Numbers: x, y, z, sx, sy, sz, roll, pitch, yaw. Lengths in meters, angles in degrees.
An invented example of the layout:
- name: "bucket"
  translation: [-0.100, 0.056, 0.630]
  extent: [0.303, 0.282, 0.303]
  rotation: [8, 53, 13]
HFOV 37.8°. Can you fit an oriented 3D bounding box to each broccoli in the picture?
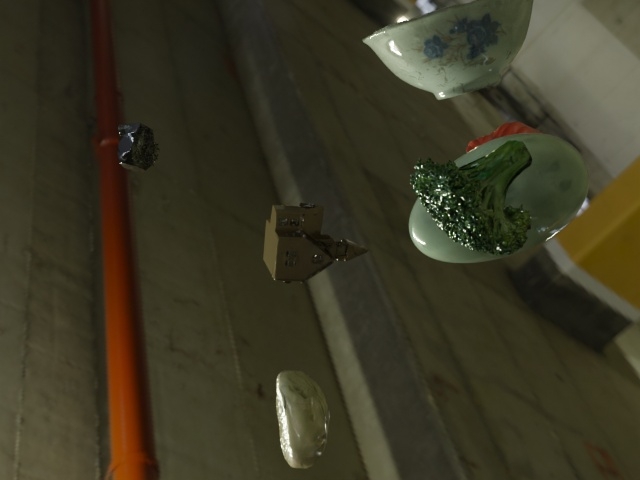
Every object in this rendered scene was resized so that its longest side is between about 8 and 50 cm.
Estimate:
- name: "broccoli"
  translation: [0.262, -0.081, 1.495]
  extent: [0.219, 0.194, 0.194]
  rotation: [47, -161, -3]

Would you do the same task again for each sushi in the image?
- name: "sushi"
  translation: [-0.364, -0.183, 1.880]
  extent: [0.085, 0.056, 0.083]
  rotation: [27, -115, -57]

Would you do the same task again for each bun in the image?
- name: "bun"
  translation: [-0.037, 0.398, 2.085]
  extent: [0.116, 0.210, 0.237]
  rotation: [-4, -134, -6]

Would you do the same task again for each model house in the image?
- name: "model house"
  translation: [0.000, 0.000, 2.272]
  extent: [0.248, 0.176, 0.181]
  rotation: [2, -164, -15]

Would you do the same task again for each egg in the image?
- name: "egg"
  translation: [0.351, -0.080, 1.862]
  extent: [0.230, 0.371, 0.230]
  rotation: [-23, -90, -80]

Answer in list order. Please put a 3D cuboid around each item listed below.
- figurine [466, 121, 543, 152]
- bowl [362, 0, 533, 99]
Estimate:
- name: "figurine"
  translation: [0.395, -0.147, 2.080]
  extent: [0.208, 0.257, 0.181]
  rotation: [24, -169, -25]
- name: "bowl"
  translation: [0.241, -0.330, 1.637]
  extent: [0.313, 0.313, 0.146]
  rotation: [-31, -73, -70]
